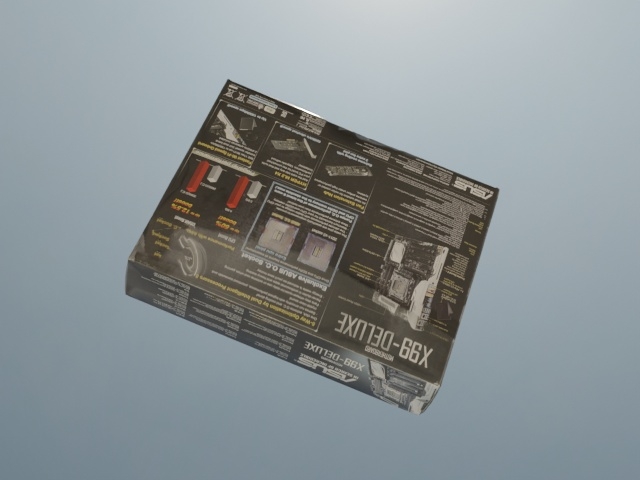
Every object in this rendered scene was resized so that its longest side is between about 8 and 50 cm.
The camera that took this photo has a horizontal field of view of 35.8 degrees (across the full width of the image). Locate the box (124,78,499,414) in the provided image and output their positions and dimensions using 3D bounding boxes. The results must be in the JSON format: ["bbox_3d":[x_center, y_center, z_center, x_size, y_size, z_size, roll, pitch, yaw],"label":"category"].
[{"bbox_3d":[0.000,0.000,0.970,0.307,0.076,0.242,22,-124,1],"label":"box"}]
